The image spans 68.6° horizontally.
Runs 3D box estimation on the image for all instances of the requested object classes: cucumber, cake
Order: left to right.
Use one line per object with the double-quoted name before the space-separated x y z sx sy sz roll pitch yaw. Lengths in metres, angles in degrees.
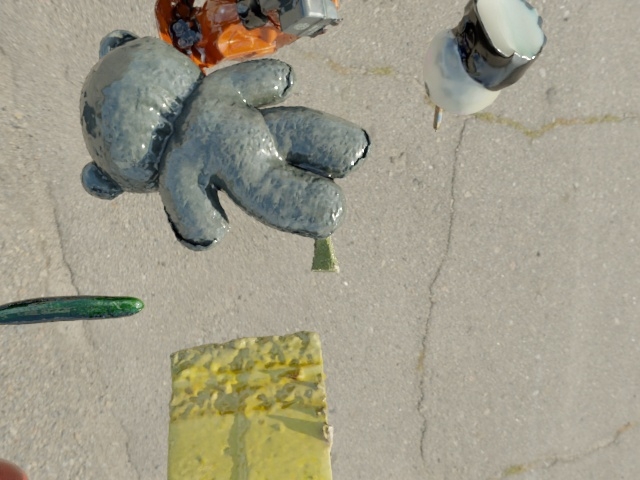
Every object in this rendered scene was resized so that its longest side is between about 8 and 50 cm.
"cucumber" -0.319 0.085 0.589 0.184 0.033 0.036 -1 116 -14
"cake" -0.090 0.306 0.695 0.223 0.227 0.285 -7 63 -1
"cake" 0.000 0.000 0.906 0.055 0.051 0.139 -12 72 8

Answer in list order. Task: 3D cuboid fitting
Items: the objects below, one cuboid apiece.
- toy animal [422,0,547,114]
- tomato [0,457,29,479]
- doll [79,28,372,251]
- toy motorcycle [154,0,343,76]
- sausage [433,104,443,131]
"toy animal" 0.234 -0.285 0.724 0.166 0.179 0.138 14 61 -24
"tomato" -0.581 0.474 0.808 0.136 0.195 0.195 6 101 -19
"doll" -0.119 -0.106 0.558 0.341 0.158 0.245 16 83 -1
"toy motorcycle" -0.104 -0.320 0.662 0.221 0.326 0.147 -16 97 -38
"sausage" 0.214 -0.245 0.844 0.015 0.015 0.100 -8 120 -17
